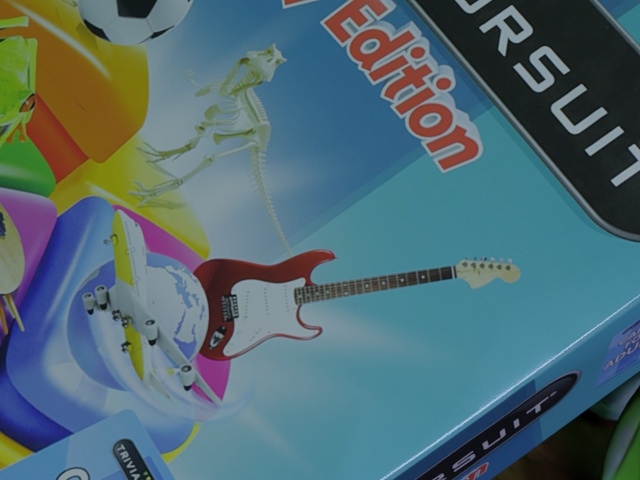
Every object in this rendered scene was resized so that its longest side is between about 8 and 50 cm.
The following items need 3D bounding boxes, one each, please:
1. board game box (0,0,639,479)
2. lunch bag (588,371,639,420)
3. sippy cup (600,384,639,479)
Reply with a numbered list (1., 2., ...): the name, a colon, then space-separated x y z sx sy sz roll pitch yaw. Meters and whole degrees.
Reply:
1. board game box: -0.050 -0.012 0.512 0.336 0.079 0.253 -36 67 -5
2. lunch bag: 0.230 -0.040 0.787 0.160 0.223 0.262 46 47 11
3. sippy cup: 0.279 0.154 0.663 0.306 0.224 0.240 18 45 -21
